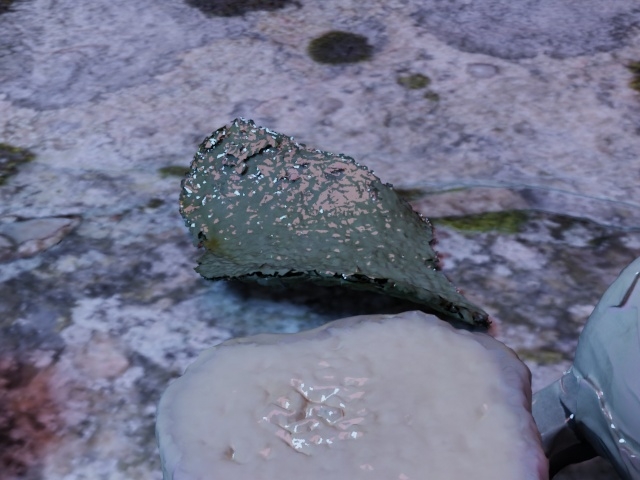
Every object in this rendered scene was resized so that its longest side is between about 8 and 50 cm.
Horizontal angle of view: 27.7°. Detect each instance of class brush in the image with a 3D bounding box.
[{"bbox_3d":[0.020,0.170,0.496,0.174,0.166,0.266,-3,39,0],"label":"brush"}]

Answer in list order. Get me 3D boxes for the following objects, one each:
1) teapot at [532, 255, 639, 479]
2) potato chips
[{"bbox_3d":[0.196,0.090,0.592,0.222,0.163,0.178,-13,46,-14],"label":"teapot"},{"bbox_3d":[-0.001,-0.007,0.819,0.167,0.059,0.228,-8,32,-17],"label":"potato chips"}]
